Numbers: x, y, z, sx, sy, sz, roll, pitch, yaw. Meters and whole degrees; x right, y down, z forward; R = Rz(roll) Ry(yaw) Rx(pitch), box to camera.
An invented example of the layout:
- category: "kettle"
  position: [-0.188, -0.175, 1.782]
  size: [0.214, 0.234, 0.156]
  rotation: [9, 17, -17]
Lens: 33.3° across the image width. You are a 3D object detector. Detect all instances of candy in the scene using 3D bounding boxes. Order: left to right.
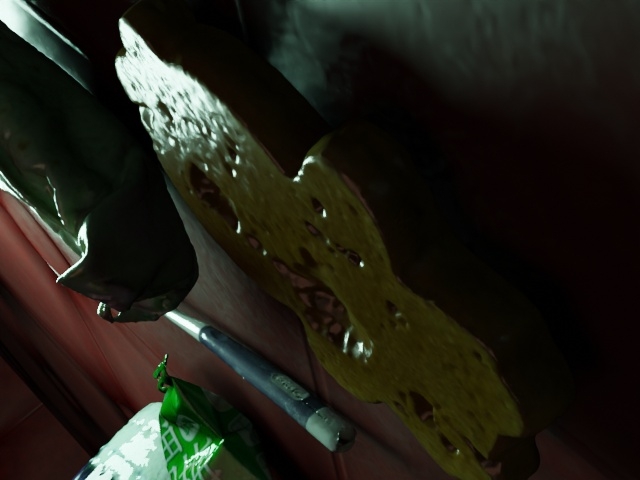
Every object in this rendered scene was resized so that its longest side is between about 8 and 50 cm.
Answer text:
- category: "candy"
  position: [-0.090, 0.191, 0.939]
  size: [0.203, 0.078, 0.141]
  rotation: [60, 150, 8]

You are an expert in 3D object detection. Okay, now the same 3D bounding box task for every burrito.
- category: "burrito"
  position: [-0.160, -0.048, 0.642]
  size: [0.229, 0.089, 0.144]
  rotation: [46, 174, 14]

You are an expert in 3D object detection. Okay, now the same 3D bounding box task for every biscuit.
- category: "biscuit"
  position: [0.002, -0.002, 0.446]
  size: [0.249, 0.035, 0.184]
  rotation: [42, 158, 24]

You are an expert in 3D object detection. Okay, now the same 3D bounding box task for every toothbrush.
- category: "toothbrush"
  position: [-0.069, 0.074, 0.757]
  size: [0.288, 0.024, 0.026]
  rotation: [30, 138, 46]

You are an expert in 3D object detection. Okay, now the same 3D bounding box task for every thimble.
- category: "thimble"
  position: [-0.146, 0.299, 1.143]
  size: [0.237, 0.150, 0.237]
  rotation: [40, 158, 19]
